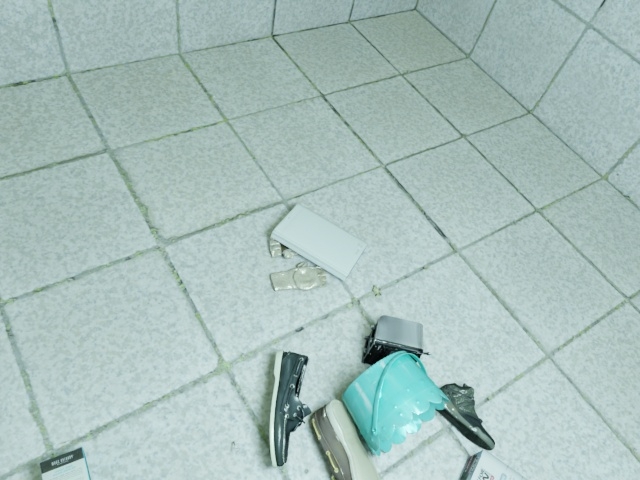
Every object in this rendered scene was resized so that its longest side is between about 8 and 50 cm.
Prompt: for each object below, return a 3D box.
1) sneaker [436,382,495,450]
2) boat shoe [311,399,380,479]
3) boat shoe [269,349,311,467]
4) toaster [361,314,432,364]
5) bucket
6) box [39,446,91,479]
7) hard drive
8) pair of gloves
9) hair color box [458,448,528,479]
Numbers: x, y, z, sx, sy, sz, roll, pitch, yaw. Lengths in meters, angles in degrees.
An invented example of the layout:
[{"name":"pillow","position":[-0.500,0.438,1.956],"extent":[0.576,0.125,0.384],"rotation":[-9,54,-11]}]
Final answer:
[{"name":"sneaker","position":[0.464,0.531,1.550],"extent":[0.130,0.087,0.227],"rotation":[-37,64,-25]},{"name":"boat shoe","position":[0.072,0.615,1.395],"extent":[0.117,0.097,0.324],"rotation":[16,42,-56]},{"name":"boat shoe","position":[-0.082,0.475,1.443],"extent":[0.113,0.127,0.339],"rotation":[0,44,1]},{"name":"toaster","position":[0.237,0.332,1.592],"extent":[0.186,0.168,0.110],"rotation":[13,52,-3]},{"name":"bucket","position":[0.210,0.461,1.437],"extent":[0.281,0.281,0.183],"rotation":[-23,58,-26]},{"name":"box","position":[-0.604,0.645,1.221],"extent":[0.101,0.060,0.244],"rotation":[-14,59,-27]},{"name":"hard drive","position":[0.000,0.000,1.829],"extent":[0.308,0.040,0.203],"rotation":[30,45,7]},{"name":"pair of gloves","position":[-0.080,0.074,1.788],"extent":[0.205,0.042,0.239],"rotation":[1,55,-13]},{"name":"hair color box","position":[0.555,0.778,1.376],"extent":[0.375,0.113,0.185],"rotation":[34,54,11]}]
